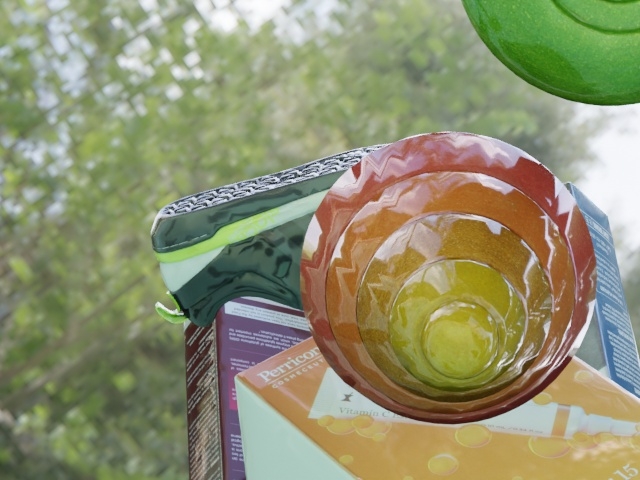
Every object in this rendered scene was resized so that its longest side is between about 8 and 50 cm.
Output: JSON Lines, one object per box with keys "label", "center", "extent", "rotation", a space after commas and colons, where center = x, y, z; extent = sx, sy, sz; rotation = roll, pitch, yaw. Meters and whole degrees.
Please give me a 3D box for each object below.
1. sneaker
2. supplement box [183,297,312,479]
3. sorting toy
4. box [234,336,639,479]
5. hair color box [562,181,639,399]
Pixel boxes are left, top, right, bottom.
{"label": "sneaker", "center": [0.000, 0.000, 1.219], "extent": [0.084, 0.234, 0.097], "rotation": [-115, -169, -78]}
{"label": "supplement box", "center": [-0.044, 0.163, 1.560], "extent": [0.130, 0.239, 0.073], "rotation": [14, -41, -23]}
{"label": "sorting toy", "center": [0.102, -0.084, 0.658], "extent": [0.127, 0.126, 0.366], "rotation": [25, -79, -3]}
{"label": "box", "center": [0.124, 0.199, 1.339], "extent": [0.345, 0.215, 0.168], "rotation": [35, -40, 43]}
{"label": "hair color box", "center": [0.186, 0.142, 1.574], "extent": [0.174, 0.105, 0.347], "rotation": [-19, -114, 23]}
